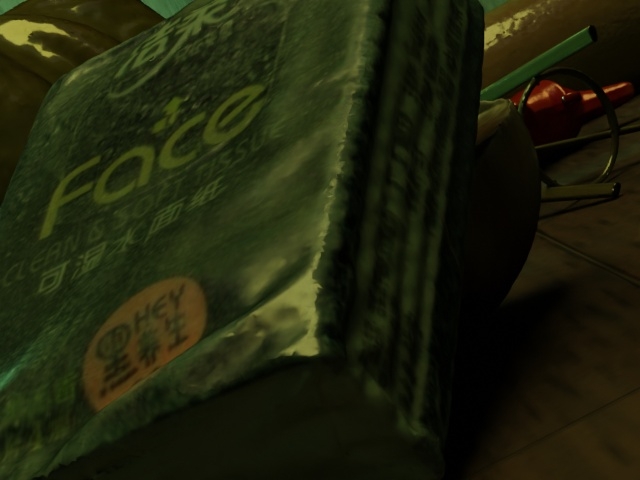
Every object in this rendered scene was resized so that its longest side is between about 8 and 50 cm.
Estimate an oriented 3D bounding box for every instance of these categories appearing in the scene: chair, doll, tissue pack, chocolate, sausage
[{"bbox_3d":[0.139,-0.063,1.247,0.095,0.104,0.221,1,-8,-36],"label":"chair"},{"bbox_3d":[0.161,-0.085,1.505,0.109,0.057,0.169,-11,-15,-24],"label":"doll"},{"bbox_3d":[-0.047,0.008,0.818,0.228,0.103,0.315,-25,32,26],"label":"tissue pack"},{"bbox_3d":[0.010,0.032,0.966,0.254,0.080,0.157,-30,15,32],"label":"chocolate"},{"bbox_3d":[0.209,-0.164,1.654,0.253,0.123,0.123,-29,5,-13],"label":"sausage"}]

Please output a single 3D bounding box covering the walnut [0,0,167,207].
[{"bbox_3d":[-0.164,-0.008,1.190,0.282,0.277,0.253,-26,16,-30],"label":"walnut"}]
